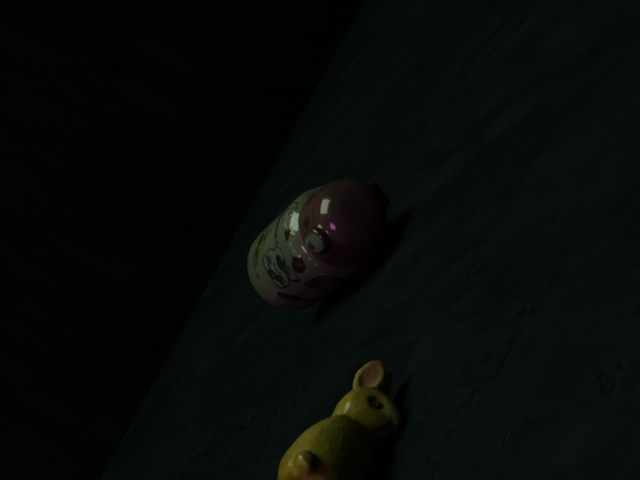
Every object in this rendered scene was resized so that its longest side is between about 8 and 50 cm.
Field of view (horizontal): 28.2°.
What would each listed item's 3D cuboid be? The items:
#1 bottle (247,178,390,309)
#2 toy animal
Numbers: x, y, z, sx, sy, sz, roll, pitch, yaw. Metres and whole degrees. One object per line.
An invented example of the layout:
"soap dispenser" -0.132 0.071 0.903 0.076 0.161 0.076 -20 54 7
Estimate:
"bottle" 0.000 0.000 1.528 0.120 0.120 0.253 -63 9 -24
"toy animal" 0.027 0.153 1.041 0.159 0.070 0.083 -50 -40 -41
